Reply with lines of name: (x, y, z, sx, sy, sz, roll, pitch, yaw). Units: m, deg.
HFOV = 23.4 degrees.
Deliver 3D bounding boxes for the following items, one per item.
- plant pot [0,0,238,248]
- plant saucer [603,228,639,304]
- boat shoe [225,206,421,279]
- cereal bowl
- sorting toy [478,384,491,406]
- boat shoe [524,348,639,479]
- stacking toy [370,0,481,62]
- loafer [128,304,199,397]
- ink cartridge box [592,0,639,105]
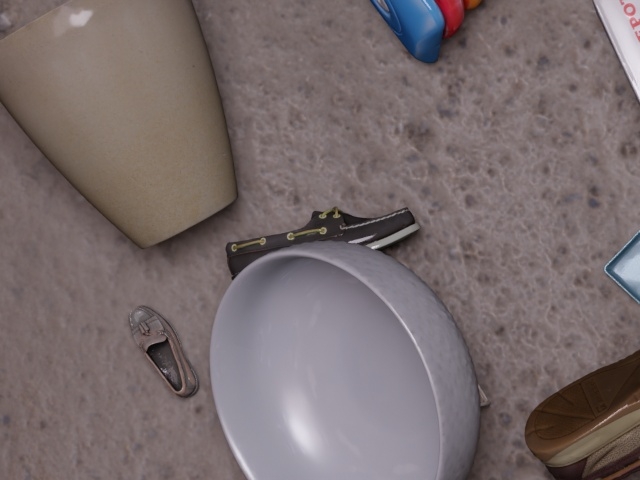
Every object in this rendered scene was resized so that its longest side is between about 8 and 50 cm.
plant pot: (-0.212, -0.139, 1.751, 0.256, 0.256, 0.274, -27, 97, 9)
plant saucer: (0.401, 0.073, 1.691, 0.192, 0.018, 0.067, 44, 96, 13)
boat shoe: (0.000, 0.000, 1.754, 0.227, 0.081, 0.069, -20, 86, 13)
cereal bowl: (0.042, 0.155, 1.663, 0.339, 0.141, 0.339, 16, 115, 39)
sorting toy: (0.146, 0.156, 1.711, 0.045, 0.075, 0.083, -32, 79, 8)
boat shoe: (0.391, 0.172, 1.641, 0.342, 0.123, 0.123, -30, 115, 12)
stacking toy: (0.185, -0.352, 1.719, 0.302, 0.175, 0.166, -35, 82, -4)
loafer: (-0.185, 0.128, 1.806, 0.045, 0.039, 0.125, -36, 79, 8)
ink cartridge box: (0.452, -0.233, 1.654, 0.273, 0.115, 0.198, -24, 80, 10)
